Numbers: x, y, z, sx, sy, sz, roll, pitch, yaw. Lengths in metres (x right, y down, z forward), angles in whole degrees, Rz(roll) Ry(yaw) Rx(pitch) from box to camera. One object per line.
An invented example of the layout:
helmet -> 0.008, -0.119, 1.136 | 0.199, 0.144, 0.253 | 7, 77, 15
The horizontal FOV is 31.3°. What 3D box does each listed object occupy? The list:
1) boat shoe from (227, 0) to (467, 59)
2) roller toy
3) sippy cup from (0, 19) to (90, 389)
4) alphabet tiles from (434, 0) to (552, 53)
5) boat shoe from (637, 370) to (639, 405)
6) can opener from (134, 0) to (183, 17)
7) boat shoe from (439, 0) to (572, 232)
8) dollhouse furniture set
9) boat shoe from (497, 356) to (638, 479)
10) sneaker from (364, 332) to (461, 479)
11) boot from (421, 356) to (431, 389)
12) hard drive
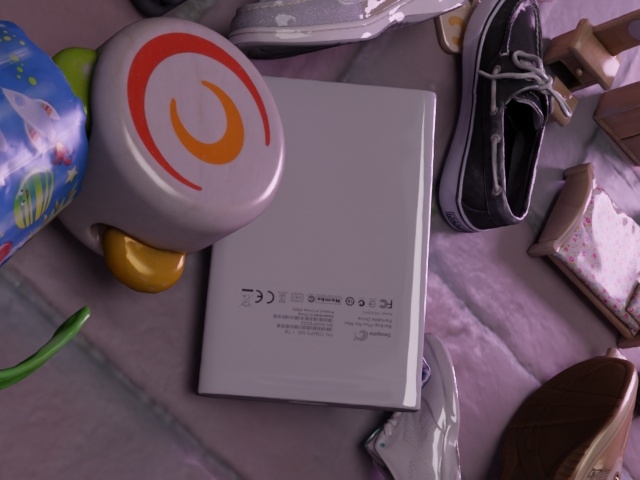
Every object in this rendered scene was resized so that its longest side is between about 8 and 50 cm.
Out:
boat shoe -> 0.027, -0.252, 1.155 | 0.320, 0.118, 0.103 | -24, 104, -39
roller toy -> -0.139, -0.078, 0.984 | 0.191, 0.146, 0.209 | -37, 98, -45
sippy cup -> -0.297, -0.052, 0.827 | 0.224, 0.240, 0.305 | -40, 128, -45
alphabet tiles -> 0.185, -0.359, 1.365 | 0.284, 0.021, 0.278 | -7, 85, -38
boat shoe -> 0.471, 0.154, 1.445 | 0.206, 0.075, 0.065 | -28, 101, -33
can opener -> -0.057, -0.283, 1.132 | 0.283, 0.076, 0.095 | -41, 105, -34
boat shoe -> 0.216, -0.157, 1.285 | 0.113, 0.105, 0.306 | 32, 66, -34
dollhouse furniture set -> 0.365, -0.048, 1.343 | 0.303, 0.174, 0.355 | 42, 59, -23
boat shoe -> 0.260, 0.266, 1.240 | 0.341, 0.122, 0.110 | -50, 121, -35
sneaker -> 0.090, 0.192, 1.153 | 0.094, 0.080, 0.212 | 0, 62, -2
boot -> 0.029, 0.076, 1.118 | 0.190, 0.086, 0.069 | 48, 57, -20
hard drive -> 0.000, 0.000, 1.080 | 0.203, 0.040, 0.307 | 5, 75, -2
